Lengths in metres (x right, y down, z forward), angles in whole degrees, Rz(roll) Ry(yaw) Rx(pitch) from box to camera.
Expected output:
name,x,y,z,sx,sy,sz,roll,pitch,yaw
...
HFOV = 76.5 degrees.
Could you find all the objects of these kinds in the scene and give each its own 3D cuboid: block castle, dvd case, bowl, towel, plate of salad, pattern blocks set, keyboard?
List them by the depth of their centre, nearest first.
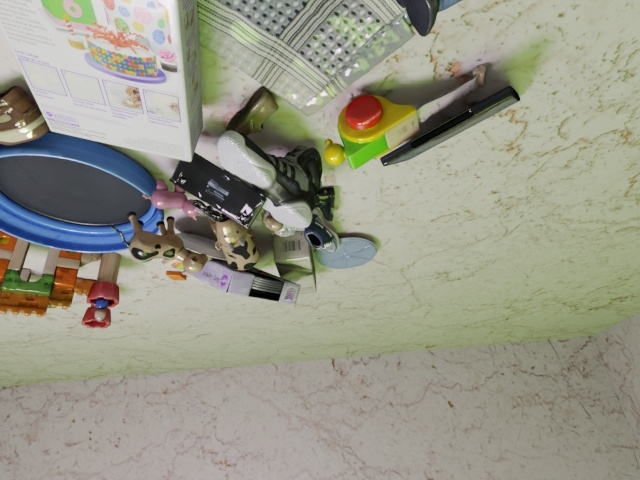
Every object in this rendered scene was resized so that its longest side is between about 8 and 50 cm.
name,x,y,z,sx,sy,sz,roll,pitch,yaw
towel,-0.028,-0.338,0.595,0.324,0.056,0.312,20,142,-39
dvd case,0.254,-0.217,0.791,0.253,0.022,0.180,-25,-178,32
keyboard,-0.205,-0.091,0.797,0.180,0.023,0.108,32,114,-7
bowl,-0.563,-0.094,0.924,0.391,0.077,0.391,-4,151,-2
plate of salad,-0.324,0.025,1.104,0.200,0.048,0.200,22,-176,-2
block castle,-0.835,0.149,1.176,0.453,0.212,0.303,13,146,-29
pattern blocks set,-0.398,0.078,1.312,0.325,0.026,0.285,17,144,-33

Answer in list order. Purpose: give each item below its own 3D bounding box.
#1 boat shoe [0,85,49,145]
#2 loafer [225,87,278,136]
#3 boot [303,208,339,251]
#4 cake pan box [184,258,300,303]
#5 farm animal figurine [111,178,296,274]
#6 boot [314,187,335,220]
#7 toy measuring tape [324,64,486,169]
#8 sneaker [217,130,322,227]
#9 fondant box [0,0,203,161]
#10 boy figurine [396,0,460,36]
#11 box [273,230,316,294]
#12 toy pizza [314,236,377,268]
name,x,y,z,sx,sy,sz,roll,pitch,yaw
boat shoe,-0.612,-0.211,0.708,0.257,0.095,0.095,-14,137,3
loafer,-0.135,-0.225,0.778,0.050,0.056,0.148,26,139,-34
boot,0.000,0.000,1.146,0.069,0.086,0.190,-17,140,21
cake pan box,-0.226,0.112,1.180,0.246,0.070,0.267,16,179,-43
farm animal figurine,-0.231,-0.015,0.931,0.330,0.172,0.327,-30,149,6
boot,-0.015,-0.092,1.049,0.099,0.045,0.121,-5,144,-5
toy measuring tape,0.143,-0.250,0.771,0.330,0.121,0.121,-32,147,2
sneaker,-0.088,-0.153,0.828,0.101,0.153,0.268,2,148,39
fondant box,-0.301,-0.276,0.580,0.238,0.096,0.330,12,150,-7
boy figurine,0.214,-0.381,0.472,0.285,0.177,0.092,-35,172,7
box,-0.077,0.080,1.297,0.113,0.094,0.275,-7,150,2
toy pizza,0.081,0.036,1.309,0.201,0.032,0.201,-4,150,-2
